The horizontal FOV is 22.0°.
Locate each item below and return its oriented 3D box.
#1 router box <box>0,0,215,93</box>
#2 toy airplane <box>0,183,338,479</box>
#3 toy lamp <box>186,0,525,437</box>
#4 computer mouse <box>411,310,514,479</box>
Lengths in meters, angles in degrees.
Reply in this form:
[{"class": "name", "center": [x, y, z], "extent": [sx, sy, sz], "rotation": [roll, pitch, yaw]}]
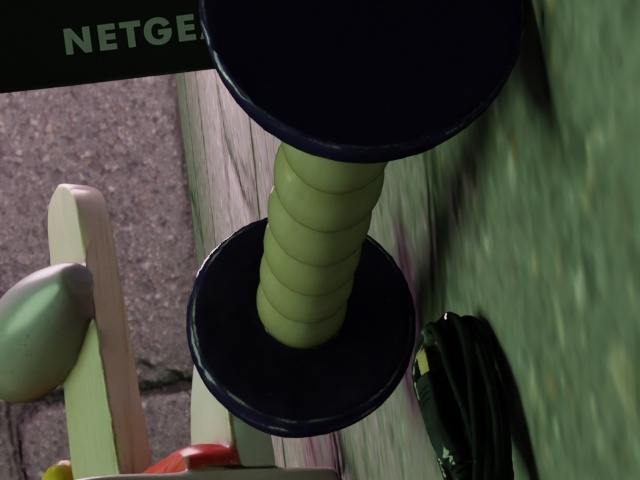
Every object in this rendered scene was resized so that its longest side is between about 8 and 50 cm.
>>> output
[{"class": "router box", "center": [-0.174, -0.185, 0.756], "extent": [0.081, 0.308, 0.243], "rotation": [-112, 15, -84]}, {"class": "toy airplane", "center": [-0.129, 0.201, 0.965], "extent": [0.386, 0.272, 0.385], "rotation": [-111, 16, -66]}, {"class": "toy lamp", "center": [0.000, 0.000, 0.473], "extent": [0.275, 0.080, 0.080], "rotation": [103, 159, -70]}, {"class": "computer mouse", "center": [0.042, 0.094, 0.358], "extent": [0.242, 0.041, 0.071], "rotation": [-107, 11, -60]}]
